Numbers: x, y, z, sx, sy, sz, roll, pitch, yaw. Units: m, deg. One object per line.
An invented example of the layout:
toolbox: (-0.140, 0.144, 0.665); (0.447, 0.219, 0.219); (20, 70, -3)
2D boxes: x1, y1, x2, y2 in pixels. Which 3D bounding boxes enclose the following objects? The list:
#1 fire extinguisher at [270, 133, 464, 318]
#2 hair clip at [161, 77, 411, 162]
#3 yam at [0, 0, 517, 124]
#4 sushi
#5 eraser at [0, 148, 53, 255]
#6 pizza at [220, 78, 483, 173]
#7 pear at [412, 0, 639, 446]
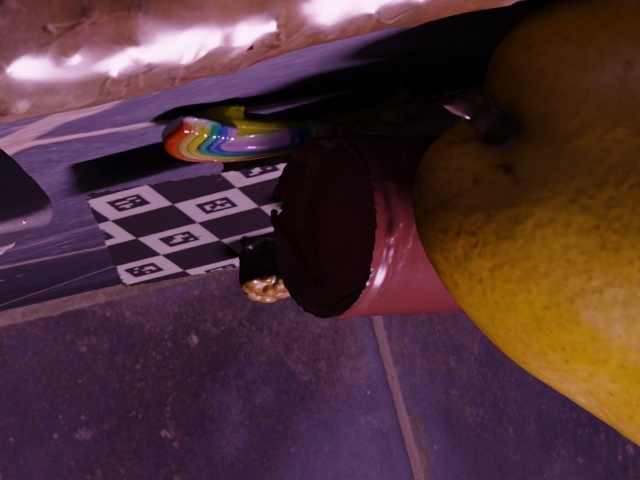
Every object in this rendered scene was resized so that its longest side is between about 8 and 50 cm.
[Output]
fire extinguisher: (0.125, -0.003, 1.181); (0.337, 0.106, 0.147); (0, 161, -35)
hair clip: (-0.019, -0.066, 1.120); (0.188, 0.033, 0.060); (-12, 177, -41)
yam: (-0.084, -0.057, 0.421); (0.357, 0.081, 0.081); (-15, 178, -19)
sushi: (0.000, 0.000, 1.258); (0.279, 0.043, 0.192); (-9, 162, -1)
eraser: (-0.253, 0.005, 1.025); (0.089, 0.061, 0.352); (-12, 176, -36)
pizza: (0.083, -0.067, 1.275); (0.297, 0.071, 0.189); (-8, 179, -17)
pear: (0.137, -0.023, 1.003); (0.178, 0.267, 0.267); (8, 175, -7)
